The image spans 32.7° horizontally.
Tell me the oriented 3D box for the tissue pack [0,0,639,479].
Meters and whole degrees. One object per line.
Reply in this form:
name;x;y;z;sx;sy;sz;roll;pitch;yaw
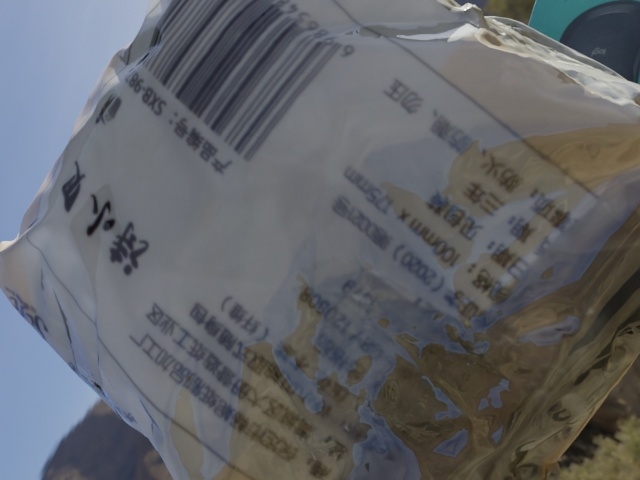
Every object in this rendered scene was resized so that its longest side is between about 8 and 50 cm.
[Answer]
tissue pack;0.000;0.005;0.649;0.390;0.375;0.195;-52;-28;11

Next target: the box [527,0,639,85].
box;0.285;-0.118;1.061;0.205;0.118;0.311;0;63;47
